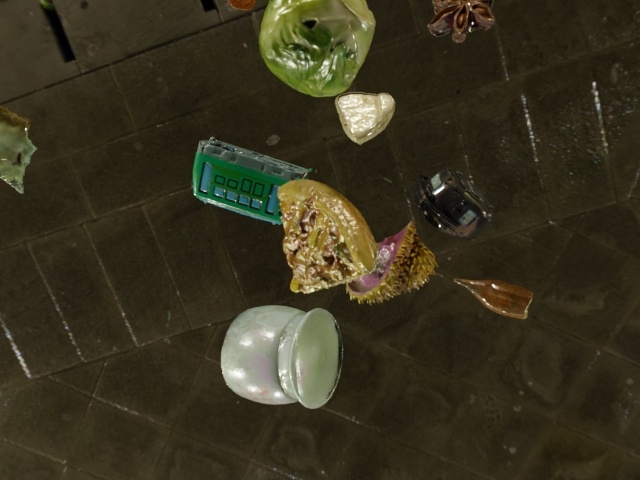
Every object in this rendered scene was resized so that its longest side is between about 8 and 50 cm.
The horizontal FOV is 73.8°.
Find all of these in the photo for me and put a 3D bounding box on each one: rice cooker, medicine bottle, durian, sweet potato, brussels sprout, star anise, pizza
[{"bbox_3d":[0.307,-0.085,0.985,0.203,0.142,0.118,27,126,-27],"label":"rice cooker"},{"bbox_3d":[-0.054,0.174,0.649,0.143,0.147,0.147,-3,105,31],"label":"medicine bottle"},{"bbox_3d":[0.152,0.085,1.025,0.186,0.260,0.154,-42,94,-12],"label":"durian"},{"bbox_3d":[0.252,0.078,0.622,0.117,0.049,0.049,20,103,10],"label":"sweet potato"},{"bbox_3d":[-0.009,-0.374,0.785,0.223,0.161,0.223,-1,143,-1],"label":"brussels sprout"},{"bbox_3d":[0.467,-0.738,1.413,0.214,0.099,0.220,-15,61,28],"label":"star anise"},{"bbox_3d":[0.001,-0.035,0.885,0.087,0.257,0.269,-1,73,-39],"label":"pizza"}]

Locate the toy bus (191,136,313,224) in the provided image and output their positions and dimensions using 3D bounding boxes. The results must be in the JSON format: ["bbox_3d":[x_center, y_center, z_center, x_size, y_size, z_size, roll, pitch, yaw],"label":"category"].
[{"bbox_3d":[-0.213,-0.177,1.308,0.343,0.183,0.200,17,105,1],"label":"toy bus"}]

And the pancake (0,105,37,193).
[{"bbox_3d":[-0.467,-0.069,0.321,0.427,0.066,0.305,-51,122,-27],"label":"pancake"}]

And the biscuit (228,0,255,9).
[{"bbox_3d":[-0.265,-0.821,1.435,0.091,0.015,0.078,3,118,-15],"label":"biscuit"}]

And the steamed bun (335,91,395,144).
[{"bbox_3d":[0.181,-0.461,1.601,0.212,0.110,0.231,-16,66,1],"label":"steamed bun"}]
